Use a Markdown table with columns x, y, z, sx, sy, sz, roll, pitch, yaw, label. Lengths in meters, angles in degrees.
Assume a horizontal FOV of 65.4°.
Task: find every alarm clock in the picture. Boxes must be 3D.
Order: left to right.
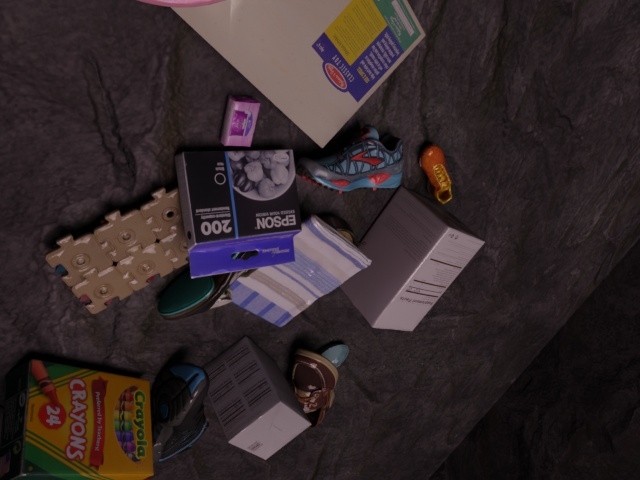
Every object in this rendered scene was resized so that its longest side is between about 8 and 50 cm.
| x | y | z | sx | sy | sz | roll | pitch | yaw | label |
| --- | --- | --- | --- | --- | --- | --- | --- | --- | --- |
| 0.000 | 0.000 | 1.080 | 0.129 | 0.064 | 0.192 | -44 | 135 | 18 | alarm clock |

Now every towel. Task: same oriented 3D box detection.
| x | y | z | sx | sy | sz | roll | pitch | yaw | label |
| --- | --- | --- | --- | --- | --- | --- | --- | --- | --- |
| -0.055 | 0.075 | 1.065 | 0.285 | 0.034 | 0.209 | -36 | 132 | 18 | towel |

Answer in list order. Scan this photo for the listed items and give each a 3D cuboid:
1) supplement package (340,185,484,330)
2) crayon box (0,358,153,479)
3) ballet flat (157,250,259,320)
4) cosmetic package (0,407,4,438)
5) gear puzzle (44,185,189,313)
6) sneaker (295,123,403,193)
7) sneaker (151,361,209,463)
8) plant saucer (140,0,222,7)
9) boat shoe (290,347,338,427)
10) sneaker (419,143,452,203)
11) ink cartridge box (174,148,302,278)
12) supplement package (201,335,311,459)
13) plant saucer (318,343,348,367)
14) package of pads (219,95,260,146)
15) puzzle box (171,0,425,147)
| x | y | z | sx | sy | sz | roll | pitch | yaw | label |
| --- | --- | --- | --- | --- | --- | --- | --- | --- | --- |
| 0.208 | 0.051 | 1.203 | 0.175 | 0.177 | 0.293 | 15 | 117 | -45 | supplement package |
| -0.438 | 0.362 | 0.969 | 0.081 | 0.202 | 0.318 | -30 | 145 | 20 | crayon box |
| -0.186 | 0.070 | 0.961 | 0.280 | 0.095 | 0.096 | -40 | 136 | 12 | ballet flat |
| -0.624 | 0.408 | 0.864 | 0.156 | 0.217 | 0.385 | -33 | 142 | -7 | cosmetic package |
| -0.284 | -0.016 | 0.870 | 0.339 | 0.044 | 0.175 | -30 | 138 | -16 | gear puzzle |
| 0.061 | -0.167 | 0.969 | 0.262 | 0.104 | 0.125 | -9 | 119 | -41 | sneaker |
| -0.323 | 0.395 | 1.164 | 0.140 | 0.125 | 0.341 | 6 | 133 | -39 | sneaker |
| -0.160 | -0.421 | 0.503 | 0.332 | 0.084 | 0.332 | -10 | 122 | -17 | plant saucer |
| -0.027 | 0.422 | 1.384 | 0.342 | 0.123 | 0.123 | 88 | 23 | -50 | boat shoe |
| 0.275 | -0.155 | 1.151 | 0.064 | 0.067 | 0.175 | -37 | 139 | -1 | sneaker |
| -0.132 | -0.050 | 0.860 | 0.206 | 0.045 | 0.208 | -9 | 94 | -33 | ink cartridge box |
| -0.159 | 0.382 | 1.208 | 0.149 | 0.203 | 0.194 | -36 | 140 | -4 | supplement package |
| 0.026 | 0.340 | 1.455 | 0.119 | 0.021 | 0.119 | -21 | 137 | -21 | plant saucer |
| -0.134 | -0.195 | 0.821 | 0.050 | 0.032 | 0.083 | -7 | 130 | -35 | package of pads |
| -0.026 | -0.347 | 0.748 | 0.272 | 0.052 | 0.409 | -46 | 140 | 7 | puzzle box |
